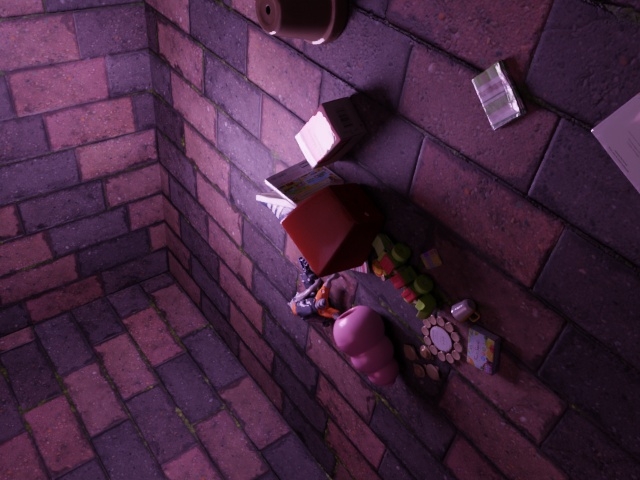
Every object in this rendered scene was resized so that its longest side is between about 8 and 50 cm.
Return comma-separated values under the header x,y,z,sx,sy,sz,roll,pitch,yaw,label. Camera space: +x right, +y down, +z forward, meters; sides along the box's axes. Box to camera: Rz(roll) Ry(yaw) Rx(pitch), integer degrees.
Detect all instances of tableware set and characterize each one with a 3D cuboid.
x,y,z,sx,sy,sz,roll,pitch,yaw,label
0.381,0.456,2.079,0.169,0.020,0.141,-14,97,58,tableware set

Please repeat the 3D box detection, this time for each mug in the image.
x,y,z,sx,sy,sz,roll,pitch,yaw,label
0.471,0.221,1.773,0.064,0.078,0.062,-51,34,46,mug

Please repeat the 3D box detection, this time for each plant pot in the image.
x,y,z,sx,sy,sz,roll,pitch,yaw,label
-0.078,-0.759,1.780,0.263,0.229,0.263,33,134,42,plant pot
0.067,-0.061,1.994,0.267,0.267,0.235,54,127,20,plant pot

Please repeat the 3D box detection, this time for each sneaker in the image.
x,y,z,sx,sy,sz,roll,pitch,yaw,label
-0.161,-0.127,2.399,0.350,0.131,0.148,19,120,50,sneaker

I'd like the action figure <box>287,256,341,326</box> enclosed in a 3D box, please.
x,y,z,sx,sy,sz,roll,pitch,yaw,label
-0.036,0.238,2.418,0.330,0.179,0.341,-25,91,49,action figure

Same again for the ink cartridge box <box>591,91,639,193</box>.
x,y,z,sx,sy,sz,roll,pitch,yaw,label
0.687,-0.231,1.039,0.168,0.171,0.232,59,147,12,ink cartridge box

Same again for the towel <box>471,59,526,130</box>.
x,y,z,sx,sy,sz,roll,pitch,yaw,label
0.457,-0.373,1.429,0.113,0.023,0.152,-27,87,57,towel

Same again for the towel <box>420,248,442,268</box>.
x,y,z,sx,sy,sz,roll,pitch,yaw,label
0.372,0.063,1.848,0.060,0.009,0.083,63,149,4,towel

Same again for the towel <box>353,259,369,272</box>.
x,y,z,sx,sy,sz,roll,pitch,yaw,label
0.123,0.046,2.193,0.197,0.029,0.144,12,117,52,towel

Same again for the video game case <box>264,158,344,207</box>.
x,y,z,sx,sy,sz,roll,pitch,yaw,label
-0.062,-0.223,2.101,0.206,0.227,0.026,40,147,36,video game case

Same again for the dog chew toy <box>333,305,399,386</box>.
x,y,z,sx,sy,sz,roll,pitch,yaw,label
0.195,0.425,2.180,0.331,0.207,0.207,58,148,-2,dog chew toy

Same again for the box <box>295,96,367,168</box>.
x,y,z,sx,sy,sz,roll,pitch,yaw,label
0.033,-0.377,1.956,0.148,0.127,0.232,62,148,6,box

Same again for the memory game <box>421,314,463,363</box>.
x,y,z,sx,sy,sz,roll,pitch,yaw,label
0.428,0.347,1.946,0.186,0.012,0.186,34,136,41,memory game

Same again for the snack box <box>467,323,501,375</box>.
x,y,z,sx,sy,sz,roll,pitch,yaw,label
0.525,0.352,1.780,0.100,0.037,0.141,28,132,47,snack box

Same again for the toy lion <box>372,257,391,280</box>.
x,y,z,sx,sy,sz,roll,pitch,yaw,label
0.229,0.098,2.067,0.096,0.034,0.100,46,143,42,toy lion

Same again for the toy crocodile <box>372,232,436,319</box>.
x,y,z,sx,sy,sz,roll,pitch,yaw,label
0.286,0.122,1.923,0.340,0.105,0.115,56,147,17,toy crocodile
